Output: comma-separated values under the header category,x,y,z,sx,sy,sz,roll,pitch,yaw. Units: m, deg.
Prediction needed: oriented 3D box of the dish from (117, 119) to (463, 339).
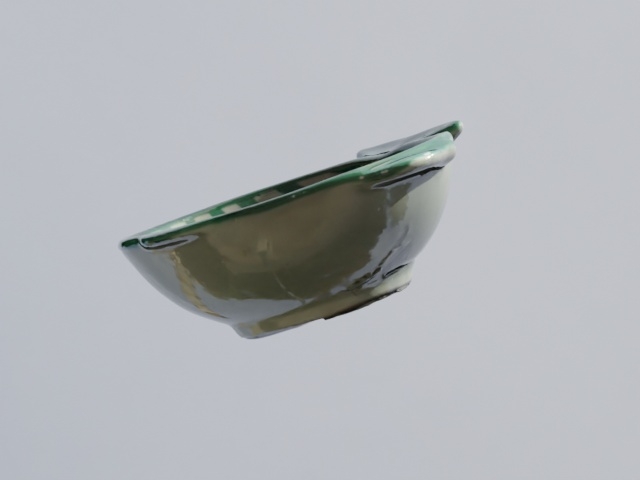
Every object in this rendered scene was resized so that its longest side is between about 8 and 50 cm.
category,x,y,z,sx,sy,sz,roll,pitch,yaw
dish,0.000,0.000,1.041,0.224,0.246,0.078,-16,-85,40
